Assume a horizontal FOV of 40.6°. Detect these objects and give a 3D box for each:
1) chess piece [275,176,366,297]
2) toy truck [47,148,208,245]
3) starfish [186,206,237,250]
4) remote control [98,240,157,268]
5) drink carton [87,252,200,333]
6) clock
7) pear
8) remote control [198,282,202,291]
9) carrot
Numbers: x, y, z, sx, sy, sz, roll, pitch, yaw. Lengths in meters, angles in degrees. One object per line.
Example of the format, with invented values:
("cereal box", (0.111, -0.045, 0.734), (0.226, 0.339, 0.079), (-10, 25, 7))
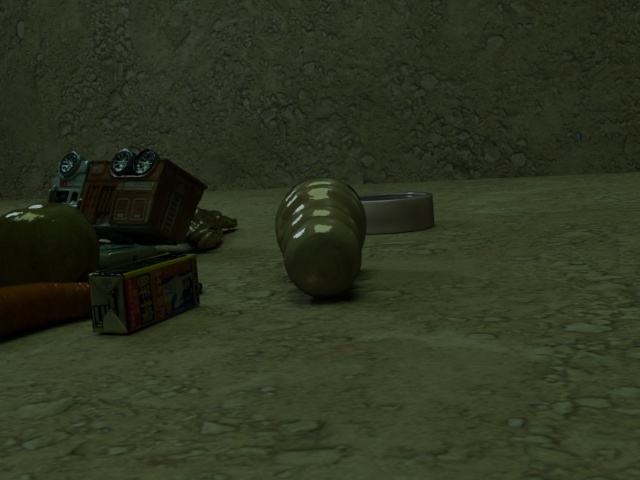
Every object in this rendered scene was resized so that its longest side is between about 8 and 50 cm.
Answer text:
("chess piece", (0.000, 0.000, 1.177), (0.143, 0.142, 0.261), (-4, 12, 1))
("toy truck", (-0.381, -0.073, 1.649), (0.305, 0.162, 0.136), (2, -21, 34))
("starfish", (-0.330, -0.031, 1.832), (0.324, 0.082, 0.432), (0, 10, 6))
("remote control", (-0.397, 0.025, 1.566), (0.098, 0.038, 0.234), (-12, 11, -43))
("drink carton", (-0.209, 0.060, 1.044), (0.056, 0.071, 0.166), (2, 7, 21))
("clock", (0.138, -0.059, 1.807), (0.197, 0.068, 0.197), (-3, 7, 0))
("pear", (-0.402, 0.017, 1.243), (0.167, 0.136, 0.167), (-6, 9, 1))
("remote control", (-0.212, 0.069, 1.200), (0.096, 0.014, 0.039), (-4, 7, -10))
("carrot", (-0.320, 0.076, 1.058), (0.066, 0.062, 0.271), (-39, -19, 34))
